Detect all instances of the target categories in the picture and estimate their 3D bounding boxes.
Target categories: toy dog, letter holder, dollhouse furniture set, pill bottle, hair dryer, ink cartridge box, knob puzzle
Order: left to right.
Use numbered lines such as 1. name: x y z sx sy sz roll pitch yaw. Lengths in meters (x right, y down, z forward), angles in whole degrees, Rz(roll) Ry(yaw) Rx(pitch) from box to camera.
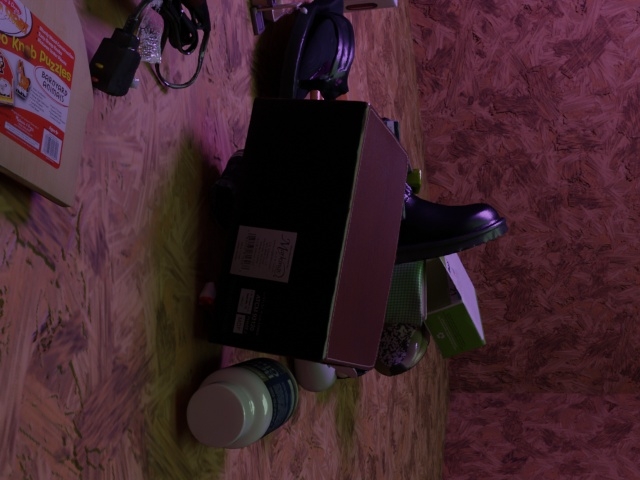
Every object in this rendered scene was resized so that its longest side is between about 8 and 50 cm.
1. knob puzzle: -0.232 -0.143 0.583 0.213 0.030 0.213 -3 90 -75
2. hair dryer: -0.160 -0.289 0.757 0.223 0.080 0.293 -56 163 -70
3. pill bottle: -0.092 0.193 0.926 0.169 0.094 0.094 8 80 -75
4. dollhouse furniture set: -0.055 -0.375 1.196 0.114 0.081 0.091 -65 149 -61
5. letter holder: 0.000 0.000 0.989 0.214 0.152 0.302 28 71 -65
6. toy dog: 0.033 0.098 1.203 0.334 0.161 0.220 82 14 -59
7. dollhouse furniture set: 0.093 0.000 1.461 0.151 0.197 0.301 53 37 -69
8. ink cartridge box: 0.238 0.081 1.593 0.255 0.097 0.189 58 19 -27

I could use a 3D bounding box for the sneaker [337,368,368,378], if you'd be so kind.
1. sneaker: 0.064 0.227 1.524 0.232 0.090 0.081 -12 98 -75

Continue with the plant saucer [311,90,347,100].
1. plant saucer: 0.024 -0.254 1.565 0.200 0.037 0.200 -2 90 -76

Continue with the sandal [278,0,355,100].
1. sandal: 0.014 -0.329 1.339 0.446 0.107 0.167 -70 168 -57

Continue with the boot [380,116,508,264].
1. boot: 0.145 -0.093 1.370 0.131 0.348 0.260 -175 -105 -83

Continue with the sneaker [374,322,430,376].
1. sneaker: 0.108 0.091 1.636 0.182 0.158 0.410 42 28 -44

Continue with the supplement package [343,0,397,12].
1. supplement package: 0.065 -0.616 1.571 0.262 0.145 0.204 42 47 -69

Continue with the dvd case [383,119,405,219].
1. dvd case: 0.029 -0.103 1.256 0.018 0.221 0.164 -163 -113 -70

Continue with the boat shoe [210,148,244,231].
1. boat shoe: -0.099 -0.023 1.025 0.083 0.065 0.183 -58 145 -45

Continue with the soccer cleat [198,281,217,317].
1. soccer cleat: -0.124 0.083 0.957 0.083 0.029 0.035 61 33 -50
